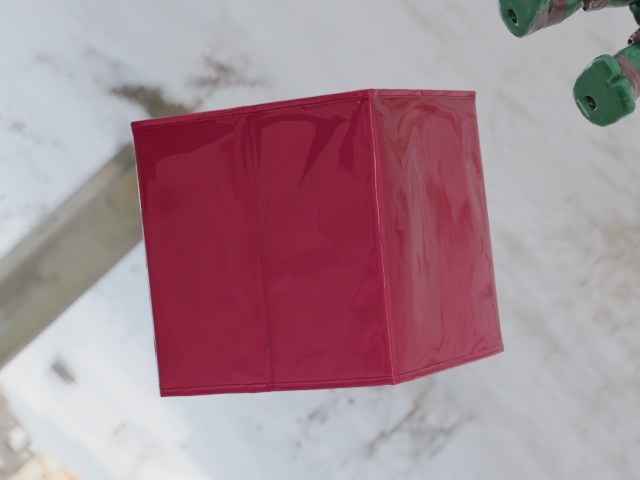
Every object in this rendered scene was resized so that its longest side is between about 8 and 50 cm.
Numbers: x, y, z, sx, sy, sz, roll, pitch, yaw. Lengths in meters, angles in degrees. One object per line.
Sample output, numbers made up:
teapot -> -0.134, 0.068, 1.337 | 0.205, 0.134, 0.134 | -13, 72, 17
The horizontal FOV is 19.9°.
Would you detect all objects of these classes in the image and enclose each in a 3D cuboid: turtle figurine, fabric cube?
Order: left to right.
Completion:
fabric cube -> 0.000, 0.000, 1.710 | 0.254, 0.259, 0.258 | -10, -86, -62
turtle figurine -> 0.228, -0.164, 1.089 | 0.175, 0.234, 0.118 | 42, 153, 34
